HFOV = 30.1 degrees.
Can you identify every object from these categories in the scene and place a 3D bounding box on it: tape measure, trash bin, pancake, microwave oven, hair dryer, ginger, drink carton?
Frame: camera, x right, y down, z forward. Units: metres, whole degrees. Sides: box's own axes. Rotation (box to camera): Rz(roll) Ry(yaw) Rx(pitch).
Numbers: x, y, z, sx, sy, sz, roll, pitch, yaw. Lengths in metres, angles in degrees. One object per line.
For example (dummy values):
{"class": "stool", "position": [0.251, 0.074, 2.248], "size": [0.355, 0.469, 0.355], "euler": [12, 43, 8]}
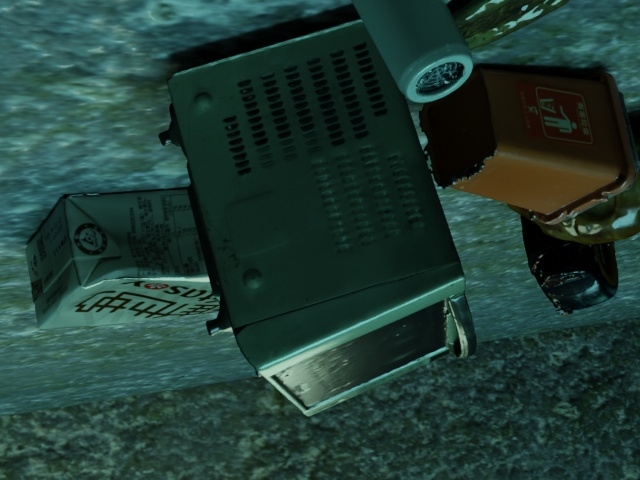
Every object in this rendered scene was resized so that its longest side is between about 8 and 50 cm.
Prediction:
{"class": "tape measure", "position": [0.411, 0.013, 1.971], "size": [0.135, 0.202, 0.223], "euler": [-19, 151, 25]}
{"class": "trash bin", "position": [0.241, -0.116, 1.444], "size": [0.238, 0.161, 0.184], "euler": [5, 157, -34]}
{"class": "pancake", "position": [0.191, -0.230, 1.119], "size": [0.211, 0.029, 0.235], "euler": [-26, 177, -2]}
{"class": "microwave oven", "position": [0.000, 0.000, 1.269], "size": [0.247, 0.333, 0.394], "euler": [-18, 165, 1]}
{"class": "hair dryer", "position": [0.141, -0.231, 0.992], "size": [0.236, 0.131, 0.073], "euler": [-35, 154, 20]}
{"class": "ginger", "position": [0.448, -0.091, 1.744], "size": [0.357, 0.153, 0.274], "euler": [-15, -175, 5]}
{"class": "drink carton", "position": [-0.201, 0.022, 1.575], "size": [0.324, 0.132, 0.194], "euler": [-4, 162, -29]}
